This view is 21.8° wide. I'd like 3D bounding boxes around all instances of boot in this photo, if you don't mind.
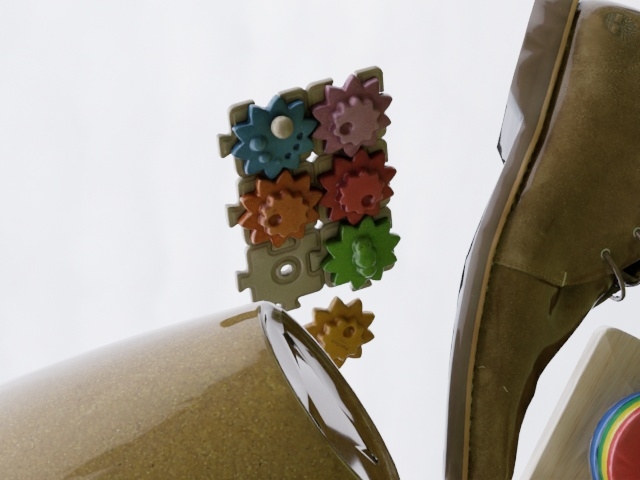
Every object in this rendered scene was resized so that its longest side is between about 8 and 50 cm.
[{"bbox_3d":[0.137,0.008,0.906,0.112,0.115,0.305,89,-163,-76],"label":"boot"}]

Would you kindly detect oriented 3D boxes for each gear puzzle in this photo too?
[{"bbox_3d":[0.000,0.000,1.634,0.175,0.044,0.339,-16,-54,-15],"label":"gear puzzle"}]

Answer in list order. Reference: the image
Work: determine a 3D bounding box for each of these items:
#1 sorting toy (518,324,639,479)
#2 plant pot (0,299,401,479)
[{"bbox_3d":[0.240,0.224,1.048,0.257,0.255,0.089,-64,2,-1],"label":"sorting toy"},{"bbox_3d":[-0.096,0.147,0.800,0.254,0.237,0.237,-36,-34,8],"label":"plant pot"}]
